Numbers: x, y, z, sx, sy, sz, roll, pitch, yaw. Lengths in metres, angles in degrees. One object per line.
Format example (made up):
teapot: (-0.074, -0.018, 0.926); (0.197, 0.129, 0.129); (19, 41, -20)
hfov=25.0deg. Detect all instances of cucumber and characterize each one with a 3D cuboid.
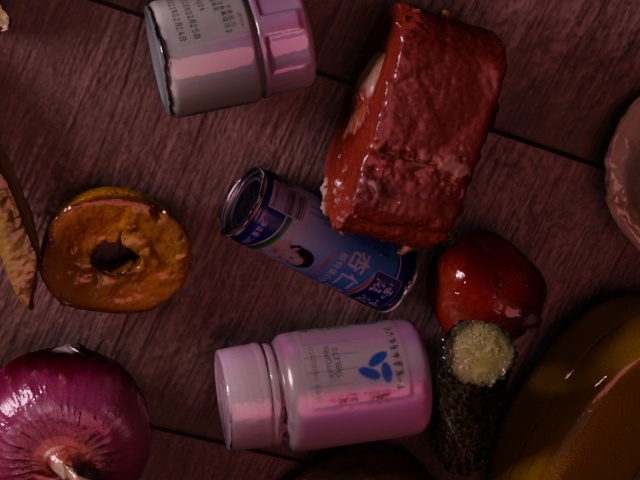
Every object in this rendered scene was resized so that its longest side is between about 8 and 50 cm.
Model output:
cucumber: (0.184, 0.212, 1.829); (0.096, 0.096, 0.359); (-15, 153, -8)

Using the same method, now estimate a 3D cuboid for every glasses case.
glasses case: (0.347, 0.240, 1.929); (0.173, 0.141, 0.371); (14, 112, -36)

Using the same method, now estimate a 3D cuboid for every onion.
onion: (-0.309, 0.214, 1.725); (0.207, 0.200, 0.201); (-1, 121, 21)

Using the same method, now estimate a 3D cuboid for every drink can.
drink can: (0.000, 0.000, 1.740); (0.235, 0.097, 0.097); (26, 106, -26)

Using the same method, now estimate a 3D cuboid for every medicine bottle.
medicine bottle: (0.002, 0.183, 1.799); (0.254, 0.152, 0.152); (-5, 117, -11)
medicine bottle: (-0.099, -0.212, 1.586); (0.168, 0.135, 0.135); (-12, 118, -8)

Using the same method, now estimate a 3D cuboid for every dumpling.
dumpling: (0.432, -0.091, 1.804); (0.166, 0.126, 0.216); (23, 112, -7)

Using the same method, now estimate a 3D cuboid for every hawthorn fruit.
hawthorn fruit: (0.199, 0.056, 1.808); (0.148, 0.148, 0.172); (-37, 94, 5)

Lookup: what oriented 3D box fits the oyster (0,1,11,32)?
oyster: (-0.445, -0.307, 1.482); (0.166, 0.094, 0.294); (-29, 132, 21)

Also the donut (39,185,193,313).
donut: (-0.241, 0.008, 1.697); (0.178, 0.065, 0.162); (14, 116, -22)

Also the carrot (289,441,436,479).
carrot: (0.097, 0.430, 1.870); (0.241, 0.341, 0.241); (-18, 130, -22)

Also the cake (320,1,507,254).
cake: (0.096, -0.128, 1.654); (0.151, 0.177, 0.283); (12, 100, -22)

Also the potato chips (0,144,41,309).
potato chips: (-0.396, -0.104, 1.589); (0.080, 0.057, 0.407); (-30, 114, -4)
